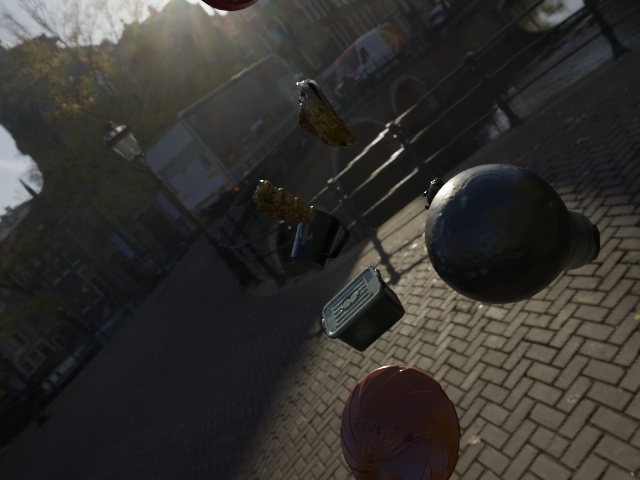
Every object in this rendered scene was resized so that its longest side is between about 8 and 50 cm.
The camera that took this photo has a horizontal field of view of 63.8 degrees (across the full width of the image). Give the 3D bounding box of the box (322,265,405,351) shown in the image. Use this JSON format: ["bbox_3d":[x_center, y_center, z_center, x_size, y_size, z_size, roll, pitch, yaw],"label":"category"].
[{"bbox_3d":[0.134,0.217,1.574,0.243,0.135,0.163,-45,26,13],"label":"box"}]

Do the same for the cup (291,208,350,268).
[{"bbox_3d":[0.000,0.000,1.553,0.176,0.131,0.155,9,75,36],"label":"cup"}]

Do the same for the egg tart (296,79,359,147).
[{"bbox_3d":[0.009,-0.396,1.709,0.132,0.297,0.297,-43,12,6],"label":"egg tart"}]

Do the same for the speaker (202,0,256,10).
[{"bbox_3d":[-0.286,-0.874,1.582,0.294,0.294,0.294,-38,13,10],"label":"speaker"}]

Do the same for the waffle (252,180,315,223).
[{"bbox_3d":[-0.094,-0.075,1.025,0.192,0.160,0.046,13,79,54],"label":"waffle"}]

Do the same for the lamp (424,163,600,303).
[{"bbox_3d":[0.285,0.012,0.699,0.182,0.313,0.182,-45,34,44],"label":"lamp"}]

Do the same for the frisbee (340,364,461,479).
[{"bbox_3d":[0.107,0.278,0.746,0.191,0.035,0.192,-14,64,31],"label":"frisbee"}]

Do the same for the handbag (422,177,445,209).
[{"bbox_3d":[0.342,-0.138,1.521,0.072,0.111,0.047,26,50,27],"label":"handbag"}]
